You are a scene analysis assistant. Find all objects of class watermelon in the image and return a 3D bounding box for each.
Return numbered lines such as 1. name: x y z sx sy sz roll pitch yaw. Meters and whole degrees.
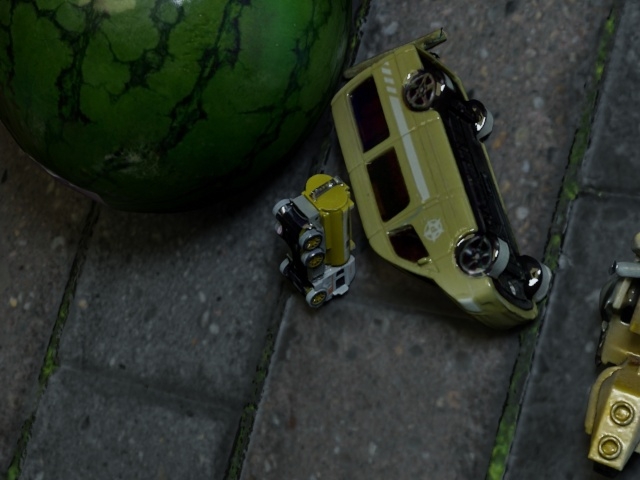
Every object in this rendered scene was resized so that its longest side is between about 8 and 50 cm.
1. watermelon: -0.135 -0.203 1.323 0.363 0.363 0.363 -10 70 28

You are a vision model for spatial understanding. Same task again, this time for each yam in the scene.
1. yam: 0.068 -0.171 1.378 0.107 0.014 0.014 -21 65 24

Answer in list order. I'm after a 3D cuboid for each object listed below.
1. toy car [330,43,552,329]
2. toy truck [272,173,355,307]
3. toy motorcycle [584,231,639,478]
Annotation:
1. toy car: 0.096 -0.034 1.266 0.124 0.101 0.256 -28 61 25
2. toy truck: 0.000 0.000 1.302 0.063 0.123 0.052 -29 55 -18
3. toy motorcycle: 0.248 0.067 1.125 0.094 0.130 0.229 21 85 14
